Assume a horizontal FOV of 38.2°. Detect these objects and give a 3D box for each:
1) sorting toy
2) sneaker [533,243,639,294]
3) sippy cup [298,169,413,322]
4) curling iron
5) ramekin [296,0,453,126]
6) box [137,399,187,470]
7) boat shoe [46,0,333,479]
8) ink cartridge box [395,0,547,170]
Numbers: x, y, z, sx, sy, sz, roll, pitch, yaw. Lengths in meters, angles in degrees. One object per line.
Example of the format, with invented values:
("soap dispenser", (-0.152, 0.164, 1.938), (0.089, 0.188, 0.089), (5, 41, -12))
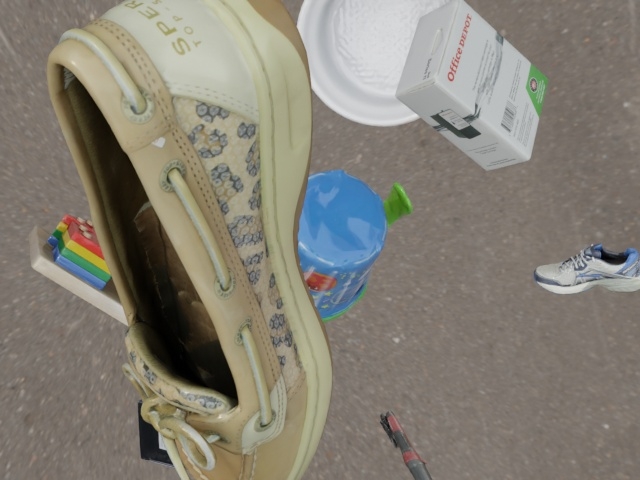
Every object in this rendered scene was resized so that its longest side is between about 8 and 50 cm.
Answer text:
("sorting toy", (-0.368, 0.048, 1.604), (0.257, 0.255, 0.089), (35, 90, -22))
("sneaker", (0.333, 0.029, 1.152), (0.135, 0.052, 0.058), (-5, 125, 17))
("sippy cup", (0.000, 0.000, 1.506), (0.240, 0.224, 0.305), (28, 65, -6))
("curling iron", (0.175, 0.410, 1.686), (0.035, 0.274, 0.068), (-30, 127, -4))
("ramekin", (0.109, -0.336, 1.523), (0.277, 0.135, 0.277), (4, 109, 12))
("box", (-0.185, 0.293, 1.557), (0.153, 0.207, 0.108), (7, 105, 26))
("boat shoe", (-0.060, 0.025, 0.412), (0.089, 0.105, 0.285), (-36, 136, -38))
("ink cartridge box", (0.220, -0.220, 1.329), (0.208, 0.087, 0.153), (34, 62, -30))
